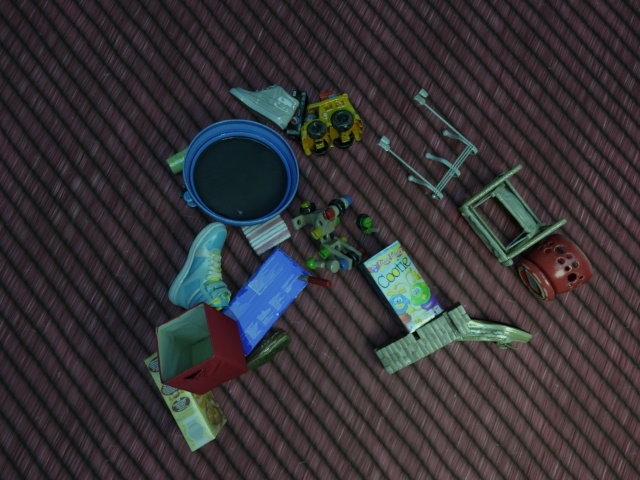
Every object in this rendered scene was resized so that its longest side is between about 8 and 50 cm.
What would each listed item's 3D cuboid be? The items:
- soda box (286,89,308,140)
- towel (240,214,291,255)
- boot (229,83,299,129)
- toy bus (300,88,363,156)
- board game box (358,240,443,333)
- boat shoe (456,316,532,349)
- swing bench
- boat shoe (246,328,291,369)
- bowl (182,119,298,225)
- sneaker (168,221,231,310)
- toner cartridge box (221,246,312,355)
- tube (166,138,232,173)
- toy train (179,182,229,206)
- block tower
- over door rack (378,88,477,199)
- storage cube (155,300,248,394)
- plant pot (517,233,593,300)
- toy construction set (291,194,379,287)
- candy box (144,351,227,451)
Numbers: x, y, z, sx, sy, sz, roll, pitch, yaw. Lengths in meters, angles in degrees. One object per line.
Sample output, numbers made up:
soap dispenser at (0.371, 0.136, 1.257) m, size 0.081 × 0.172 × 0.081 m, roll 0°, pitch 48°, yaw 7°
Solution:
soda box at (-0.085, -0.455, 1.604) m, size 0.053 × 0.060 × 0.169 m, roll 9°, pitch 83°, yaw 4°
towel at (-0.213, -0.063, 1.574) m, size 0.144 × 0.029 × 0.197 m, roll -32°, pitch 83°, yaw -5°
boot at (-0.198, -0.509, 1.576) m, size 0.258 × 0.095 × 0.123 m, roll 34°, pitch 88°, yaw 12°
toy bus at (0.018, -0.436, 1.574) m, size 0.220 × 0.149 × 0.212 m, roll -18°, pitch 71°, yaw -1°
board game box at (0.269, 0.158, 1.503) m, size 0.142 × 0.144 × 0.275 m, roll -33°, pitch 86°, yaw -6°
boat shoe at (0.579, 0.323, 1.523) m, size 0.284 × 0.104 × 0.090 m, roll 9°, pitch 88°, yaw 10°
swing bench at (0.647, -0.082, 1.538) m, size 0.254 × 0.165 × 0.253 m, roll -37°, pitch 86°, yaw 0°
boat shoe at (-0.185, 0.373, 1.511) m, size 0.178 × 0.064 × 0.060 m, roll -37°, pitch 55°, yaw -7°
bowl at (-0.272, -0.230, 1.521) m, size 0.390 × 0.077 × 0.392 m, roll 4°, pitch 71°, yaw -12°
sneaker at (-0.353, 0.111, 1.470) m, size 0.208 × 0.127 × 0.319 m, roll 28°, pitch 92°, yaw 27°
toner cartridge box at (-0.199, 0.208, 1.517) m, size 0.165 × 0.075 × 0.348 m, roll 40°, pitch 84°, yaw 4°
tube at (-0.435, -0.323, 1.582) m, size 0.240 × 0.062 × 0.070 m, roll -31°, pitch 126°, yaw -11°
toy train at (-0.401, -0.166, 1.554) m, size 0.184 × 0.080 × 0.105 m, roll 13°, pitch 76°, yaw -1°
block tower at (0.342, 0.330, 1.472) m, size 0.335 × 0.097 × 0.091 m, roll -32°, pitch 83°, yaw 11°
over door rack at (0.378, -0.336, 1.569) m, size 0.324 × 0.108 × 0.240 m, roll 40°, pitch 84°, yaw -18°
storage cube at (-0.360, 0.335, 1.337) m, size 0.183 × 0.193 × 0.215 m, roll -29°, pitch 55°, yaw 8°
plant pot at (0.791, 0.098, 1.510) m, size 0.174 × 0.191 × 0.191 m, roll -32°, pitch 85°, yaw 3°
toy construction set at (0.000, 0.000, 1.499) m, size 0.237 × 0.257 × 0.309 m, roll 8°, pitch 59°, yaw 42°
candy box at (-0.430, 0.490, 1.422) m, size 0.087 × 0.183 × 0.317 m, roll -29°, pitch 85°, yaw -4°
